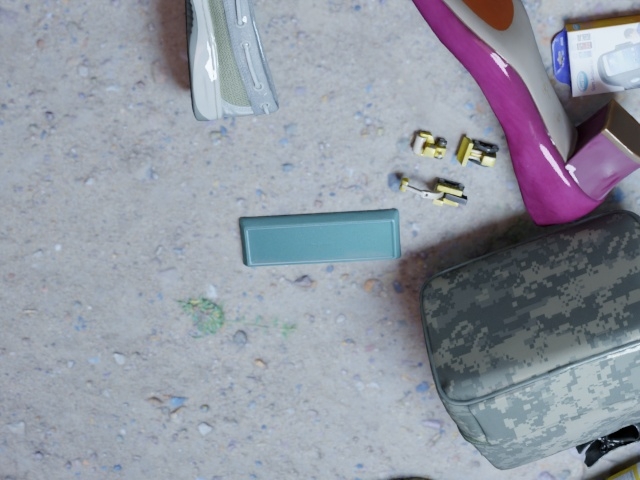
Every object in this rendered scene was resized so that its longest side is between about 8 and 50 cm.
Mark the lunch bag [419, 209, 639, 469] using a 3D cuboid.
[{"bbox_3d":[0.288,0.139,1.879,0.305,0.212,0.256,-21,137,12],"label":"lunch bag"}]

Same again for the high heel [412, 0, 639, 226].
[{"bbox_3d":[0.183,-0.164,1.778,0.377,0.127,0.181,44,131,-8],"label":"high heel"}]

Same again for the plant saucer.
[{"bbox_3d":[0.000,0.000,1.914,0.192,0.018,0.067,-3,118,3],"label":"plant saucer"}]

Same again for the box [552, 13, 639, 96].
[{"bbox_3d":[0.330,-0.208,1.792,0.136,0.028,0.081,-9,118,3],"label":"box"}]

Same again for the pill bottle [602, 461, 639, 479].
[{"bbox_3d":[0.404,0.345,2.046,0.184,0.103,0.103,-30,114,15],"label":"pill bottle"}]

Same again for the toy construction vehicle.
[{"bbox_3d":[0.149,-0.081,1.858,0.098,0.035,0.086,16,117,-8],"label":"toy construction vehicle"}]

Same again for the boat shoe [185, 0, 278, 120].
[{"bbox_3d":[-0.094,-0.274,1.718,0.103,0.118,0.320,-2,122,-5],"label":"boat shoe"}]

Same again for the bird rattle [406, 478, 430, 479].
[{"bbox_3d":[0.133,0.415,2.080,0.254,0.143,0.207,-3,102,-1],"label":"bird rattle"}]

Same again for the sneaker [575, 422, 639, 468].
[{"bbox_3d":[0.396,0.215,1.984,0.170,0.089,0.051,-25,115,14],"label":"sneaker"}]
